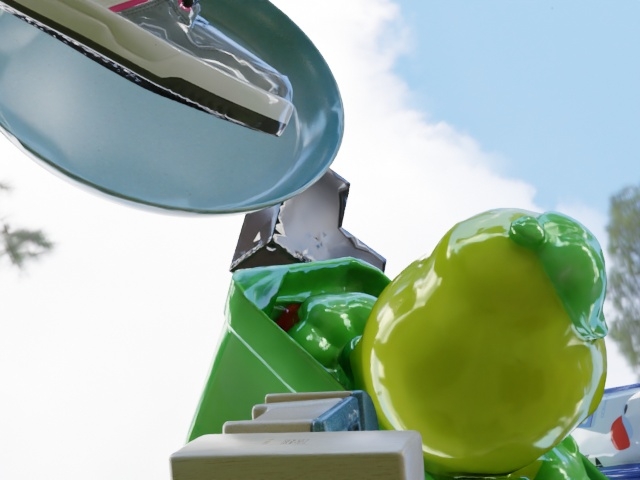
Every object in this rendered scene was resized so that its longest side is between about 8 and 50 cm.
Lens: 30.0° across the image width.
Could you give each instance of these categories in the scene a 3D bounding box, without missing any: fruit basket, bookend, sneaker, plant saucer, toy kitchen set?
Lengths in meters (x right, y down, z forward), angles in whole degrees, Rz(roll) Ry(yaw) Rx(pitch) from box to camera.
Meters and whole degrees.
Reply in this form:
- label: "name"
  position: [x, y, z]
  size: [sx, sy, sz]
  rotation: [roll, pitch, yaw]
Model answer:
- label: "fruit basket"
  position: [0.108, 0.119, 0.919]
  size: [0.392, 0.283, 0.392]
  rotation: [2, -87, 29]
- label: "bookend"
  position: [0.000, 0.000, 1.254]
  size: [0.156, 0.157, 0.072]
  rotation: [35, -46, -24]
- label: "sneaker"
  position: [-0.115, -0.200, 0.734]
  size: [0.296, 0.124, 0.178]
  rotation: [29, -90, -19]
- label: "plant saucer"
  position: [-0.134, -0.129, 0.954]
  size: [0.318, 0.317, 0.043]
  rotation: [33, -49, 3]
- label: "toy kitchen set"
  position: [0.013, 0.179, 0.683]
  size: [0.122, 0.207, 0.166]
  rotation: [-4, -88, 15]

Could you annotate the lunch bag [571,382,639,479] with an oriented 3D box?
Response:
- label: "lunch bag"
  position: [0.365, 0.219, 1.113]
  size: [0.303, 0.243, 0.114]
  rotation: [21, -116, -26]
